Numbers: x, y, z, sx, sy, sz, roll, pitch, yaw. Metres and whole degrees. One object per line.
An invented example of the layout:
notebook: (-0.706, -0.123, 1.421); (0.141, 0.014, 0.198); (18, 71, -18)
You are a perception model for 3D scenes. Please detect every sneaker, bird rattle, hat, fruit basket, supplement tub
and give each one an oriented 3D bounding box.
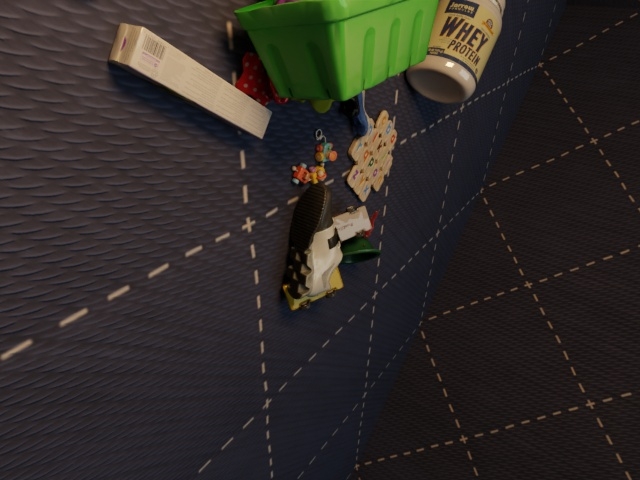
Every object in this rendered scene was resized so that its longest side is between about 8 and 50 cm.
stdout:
sneaker: (0.098, -0.358, 1.195); (0.084, 0.058, 0.152); (-48, 141, -39)
bird rattle: (-0.066, -0.384, 0.909); (0.254, 0.143, 0.206); (-1, 100, -44)
sneaker: (0.000, 0.000, 1.180); (0.147, 0.122, 0.330); (-2, 111, -37)
hat: (0.115, -0.024, 1.462); (0.208, 0.173, 0.183); (24, 54, -65)
fruit basket: (0.027, -0.478, 0.756); (0.392, 0.283, 0.391); (-24, 122, -44)
supplement tub: (0.449, -0.651, 1.382); (0.235, 0.236, 0.324); (29, 85, -60)

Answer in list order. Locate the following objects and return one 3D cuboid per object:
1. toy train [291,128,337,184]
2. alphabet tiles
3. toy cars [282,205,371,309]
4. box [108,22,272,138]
toy train: (-0.009, -0.211, 1.140); (0.166, 0.046, 0.125); (-62, 150, -7)
alphabet tiles: (0.174, -0.281, 1.408); (0.277, 0.021, 0.284); (-63, 149, -6)
toy cars: (0.014, 0.047, 1.304); (0.177, 0.087, 0.393); (32, 79, -23)
box: (-0.214, -0.273, 0.758); (0.324, 0.063, 0.067); (13, 100, -59)
